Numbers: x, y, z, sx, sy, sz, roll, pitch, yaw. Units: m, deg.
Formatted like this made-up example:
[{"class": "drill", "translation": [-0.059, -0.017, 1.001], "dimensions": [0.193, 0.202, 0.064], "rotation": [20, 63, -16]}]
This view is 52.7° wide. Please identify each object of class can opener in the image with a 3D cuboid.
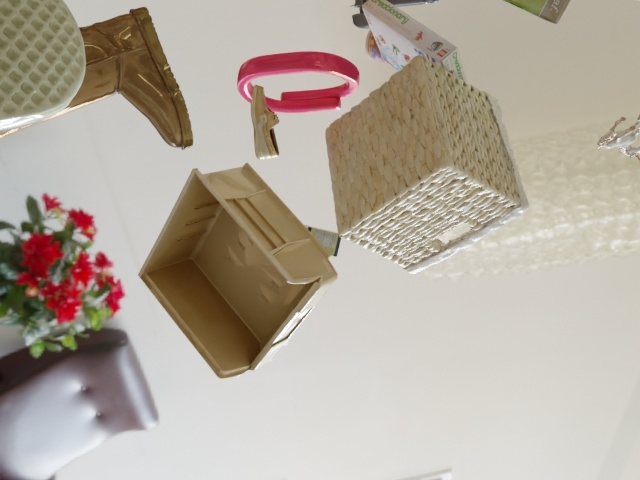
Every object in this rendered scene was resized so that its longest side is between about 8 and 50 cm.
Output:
[{"class": "can opener", "translation": [0.197, -0.628, 1.748], "dimensions": [0.283, 0.076, 0.095], "rotation": [14, -61, 45]}]

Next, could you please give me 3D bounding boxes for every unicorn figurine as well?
[{"class": "unicorn figurine", "translation": [0.686, -0.230, 1.451], "dimensions": [0.111, 0.161, 0.060], "rotation": [113, -25, -52]}]

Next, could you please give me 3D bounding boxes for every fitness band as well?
[{"class": "fitness band", "translation": [-0.051, -0.368, 1.508], "dimensions": [0.209, 0.290, 0.054], "rotation": [42, 50, -65]}]

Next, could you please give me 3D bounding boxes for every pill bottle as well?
[{"class": "pill bottle", "translation": [0.253, -0.589, 1.972], "dimensions": [0.216, 0.121, 0.121], "rotation": [26, -42, 34]}]

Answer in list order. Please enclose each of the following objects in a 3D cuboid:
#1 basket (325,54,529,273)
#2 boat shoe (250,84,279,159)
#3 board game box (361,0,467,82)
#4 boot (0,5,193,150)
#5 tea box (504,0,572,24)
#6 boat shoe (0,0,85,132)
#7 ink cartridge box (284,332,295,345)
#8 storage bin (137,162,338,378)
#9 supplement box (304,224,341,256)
[{"class": "basket", "translation": [0.214, -0.162, 1.400], "dimensions": [0.328, 0.266, 0.332], "rotation": [-34, -133, 37]}, {"class": "boat shoe", "translation": [-0.119, -0.264, 1.443], "dimensions": [0.063, 0.059, 0.170], "rotation": [-75, 164, -59]}, {"class": "board game box", "translation": [0.229, -0.443, 1.538], "dimensions": [0.305, 0.053, 0.193], "rotation": [49, -2, 36]}, {"class": "boot", "translation": [-0.352, -0.208, 0.964], "dimensions": [0.236, 0.269, 0.089], "rotation": [68, -17, -2]}, {"class": "tea box", "translation": [0.425, -0.663, 1.291], "dimensions": [0.220, 0.323, 0.329], "rotation": [-45, 163, -55]}, {"class": "boat shoe", "translation": [-0.425, -0.156, 0.457], "dimensions": [0.156, 0.499, 0.187], "rotation": [1, -82, 49]}, {"class": "ink cartridge box", "translation": [-0.159, 0.193, 1.442], "dimensions": [0.128, 0.176, 0.127], "rotation": [55, -35, 18]}, {"class": "storage bin", "translation": [-0.141, 0.055, 1.075], "dimensions": [0.260, 0.123, 0.262], "rotation": [48, -54, 16]}, {"class": "supplement box", "translation": [0.000, 0.000, 1.548], "dimensions": [0.083, 0.083, 0.056], "rotation": [-148, -108, -80]}]
